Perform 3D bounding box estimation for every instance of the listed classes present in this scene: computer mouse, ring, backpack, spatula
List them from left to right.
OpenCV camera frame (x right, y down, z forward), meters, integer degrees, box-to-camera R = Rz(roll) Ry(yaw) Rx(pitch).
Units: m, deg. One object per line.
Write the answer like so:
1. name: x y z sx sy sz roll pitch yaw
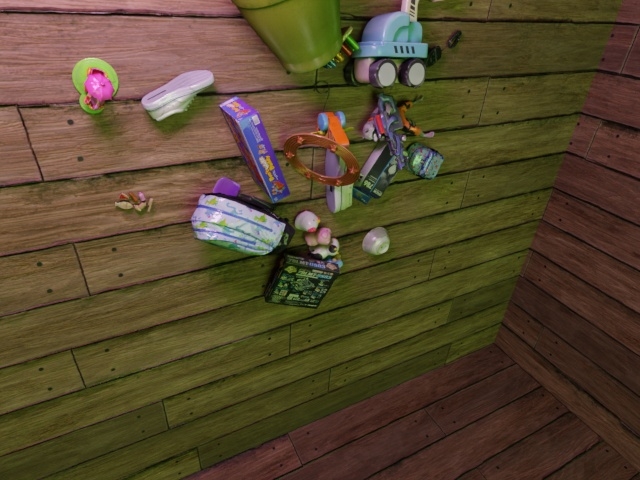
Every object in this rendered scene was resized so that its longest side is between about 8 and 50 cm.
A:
1. backpack: -0.334 -0.063 1.653 0.355 0.290 0.274 40 76 -36
2. spatula: -0.309 -0.183 1.752 0.296 0.030 0.084 20 107 -39
3. ring: 0.000 -0.314 1.677 0.336 0.336 0.032 43 60 -42
4. backpack: 0.506 -0.399 2.059 0.173 0.117 0.158 17 109 -35
5. computer mouse: 0.537 -0.857 1.834 0.242 0.041 0.071 -40 141 -12

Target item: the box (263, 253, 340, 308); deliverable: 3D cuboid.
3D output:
1. box: -0.094 0.210 2.040 0.295 0.073 0.293 11 127 -24

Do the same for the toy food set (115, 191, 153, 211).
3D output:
1. toy food set: -0.698 -0.150 1.543 0.122 0.019 0.078 14 111 -29

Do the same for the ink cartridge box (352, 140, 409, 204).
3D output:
1. ink cartridge box: 0.279 -0.325 2.003 0.165 0.065 0.333 22 108 -40

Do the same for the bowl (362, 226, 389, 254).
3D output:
1. bowl: 0.320 0.021 2.243 0.170 0.080 0.170 -16 128 -22

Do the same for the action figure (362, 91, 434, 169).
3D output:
1. action figure: 0.340 -0.488 1.858 0.329 0.178 0.342 -13 97 -18

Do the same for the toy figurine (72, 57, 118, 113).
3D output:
1. toy figurine: -0.686 -0.452 1.256 0.130 0.159 0.173 9 115 -35

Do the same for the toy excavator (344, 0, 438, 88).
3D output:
1. toy excavator: 0.324 -0.838 1.614 0.432 0.222 0.446 -12 117 -26

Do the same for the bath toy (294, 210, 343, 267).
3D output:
1. bath toy: 0.000 0.000 2.000 0.151 0.129 0.348 -36 131 -6

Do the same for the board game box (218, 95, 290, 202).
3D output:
1. board game box: -0.245 -0.340 1.553 0.078 0.233 0.347 -30 131 -11

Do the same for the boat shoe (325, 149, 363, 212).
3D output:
1. boat shoe: 0.118 -0.297 1.873 0.156 0.136 0.367 -18 130 -21

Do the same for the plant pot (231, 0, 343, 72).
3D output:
1. plant pot: -0.087 -0.761 1.331 0.366 0.366 0.353 -39 144 -4

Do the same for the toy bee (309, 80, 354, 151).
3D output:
1. toy bee: 0.043 -0.469 1.687 0.195 0.299 0.162 9 158 -10

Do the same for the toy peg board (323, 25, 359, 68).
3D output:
1. toy peg board: 0.063 -0.702 1.542 0.079 0.161 0.161 35 98 -26

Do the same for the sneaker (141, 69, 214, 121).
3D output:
1. sneaker: -0.479 -0.498 1.415 0.258 0.094 0.091 -28 149 -8
